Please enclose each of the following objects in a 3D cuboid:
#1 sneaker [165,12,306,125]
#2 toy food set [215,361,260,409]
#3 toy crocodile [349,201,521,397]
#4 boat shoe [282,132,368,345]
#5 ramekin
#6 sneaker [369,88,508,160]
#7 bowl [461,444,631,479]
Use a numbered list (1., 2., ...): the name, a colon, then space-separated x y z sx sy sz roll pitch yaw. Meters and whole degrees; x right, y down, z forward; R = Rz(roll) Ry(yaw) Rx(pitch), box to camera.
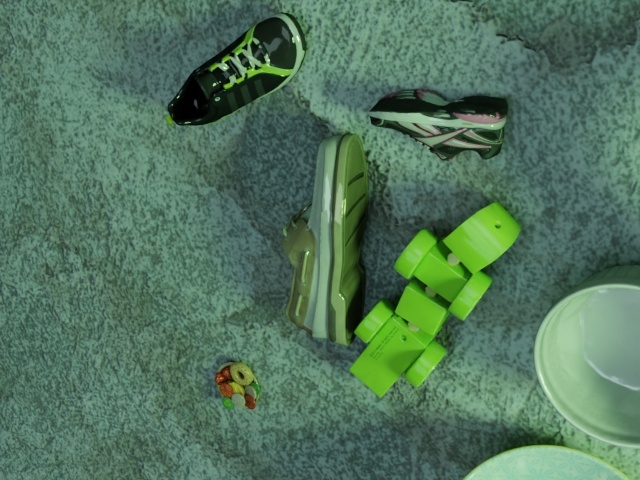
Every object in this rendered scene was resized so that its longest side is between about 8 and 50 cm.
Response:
1. sneaker: -0.116 -0.211 1.245 0.235 0.097 0.084 -34 91 35
2. toy food set: -0.131 0.230 1.480 0.083 0.020 0.082 -17 101 33
3. toy crocodile: 0.138 0.084 1.227 0.115 0.105 0.340 37 128 12
4. boat shoe: 0.000 0.000 1.255 0.103 0.113 0.302 11 116 20
5. ramekin: 0.364 0.127 1.101 0.207 0.109 0.207 11 114 26
6. sneaker: 0.141 -0.133 1.150 0.178 0.072 0.077 13 126 31
7. bowl: 0.294 0.423 1.213 0.289 0.289 0.156 23 161 20
